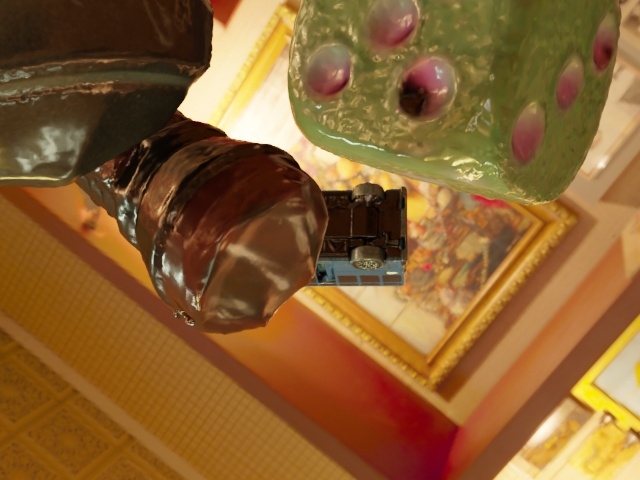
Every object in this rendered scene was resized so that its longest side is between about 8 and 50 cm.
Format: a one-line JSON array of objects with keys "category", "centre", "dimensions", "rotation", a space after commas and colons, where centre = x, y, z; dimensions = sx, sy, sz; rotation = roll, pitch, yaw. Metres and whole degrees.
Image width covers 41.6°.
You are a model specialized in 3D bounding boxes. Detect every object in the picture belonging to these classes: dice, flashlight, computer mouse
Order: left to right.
[{"category": "computer mouse", "centre": [-0.150, -0.085, 0.311], "dimensions": [0.231, 0.071, 0.126], "rotation": [-8, -111, -23]}, {"category": "flashlight", "centre": [-0.100, -0.048, 0.428], "dimensions": [0.232, 0.093, 0.093], "rotation": [37, -161, 32]}, {"category": "dice", "centre": [0.173, -0.234, 1.070], "dimensions": [0.318, 0.330, 0.322], "rotation": [18, -177, 36]}]

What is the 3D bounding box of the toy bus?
[{"category": "toy bus", "centre": [0.000, 0.000, 0.893], "dimensions": [0.185, 0.090, 0.106], "rotation": [0, 158, 6]}]
